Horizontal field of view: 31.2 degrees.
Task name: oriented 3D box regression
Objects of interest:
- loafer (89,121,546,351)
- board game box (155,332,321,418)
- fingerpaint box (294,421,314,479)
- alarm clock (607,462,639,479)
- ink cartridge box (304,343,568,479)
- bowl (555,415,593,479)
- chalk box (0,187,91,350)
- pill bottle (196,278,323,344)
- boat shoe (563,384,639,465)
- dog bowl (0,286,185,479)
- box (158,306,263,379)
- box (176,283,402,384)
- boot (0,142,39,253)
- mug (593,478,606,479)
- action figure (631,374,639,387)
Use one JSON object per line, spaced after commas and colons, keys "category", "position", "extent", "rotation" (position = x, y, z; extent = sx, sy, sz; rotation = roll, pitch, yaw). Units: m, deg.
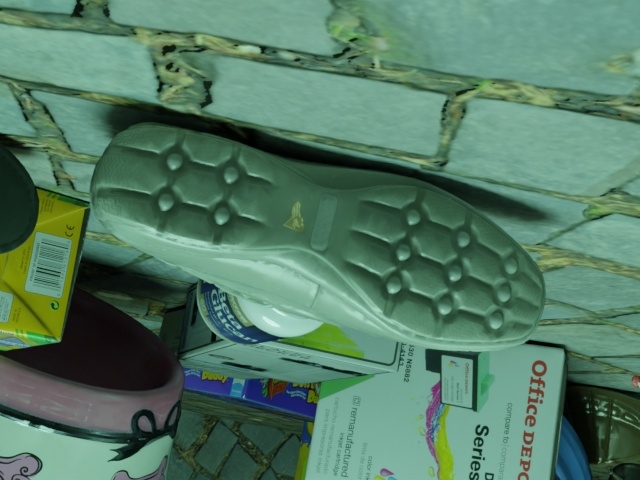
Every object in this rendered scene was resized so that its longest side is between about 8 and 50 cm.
{"category": "loafer", "position": [0.000, 0.000, 0.789], "extent": [0.319, 0.112, 0.111], "rotation": [21, 170, -11]}
{"category": "board game box", "position": [-0.076, 0.235, 1.842], "extent": [0.233, 0.078, 0.347], "rotation": [3, 166, 42]}
{"category": "fingerpaint box", "position": [0.149, 0.507, 2.215], "extent": [0.163, 0.371, 0.445], "rotation": [21, 162, -41]}
{"category": "alarm clock", "position": [0.458, 0.363, 1.574], "extent": [0.129, 0.064, 0.192], "rotation": [20, 155, 28]}
{"category": "ink cartridge box", "position": [0.141, 0.212, 1.347], "extent": [0.278, 0.201, 0.117], "rotation": [7, 167, 13]}
{"category": "bowl", "position": [0.168, 0.332, 1.552], "extent": [0.391, 0.391, 0.077], "rotation": [5, -151, 20]}
{"category": "chalk box", "position": [-0.320, 0.024, 1.053], "extent": [0.132, 0.132, 0.213], "rotation": [17, 164, -29]}
{"category": "pill bottle", "position": [-0.039, 0.039, 0.986], "extent": [0.094, 0.094, 0.169], "rotation": [15, 166, -21]}
{"category": "boat shoe", "position": [0.328, 0.253, 1.617], "extent": [0.302, 0.109, 0.098], "rotation": [-3, -179, 23]}
{"category": "dog bowl", "position": [-0.333, 0.151, 1.276], "extent": [0.408, 0.150, 0.408], "rotation": [24, -170, -5]}
{"category": "box", "position": [-0.133, 0.138, 1.520], "extent": [0.137, 0.072, 0.126], "rotation": [15, 166, -23]}
{"category": "box", "position": [-0.040, 0.092, 1.225], "extent": [0.169, 0.087, 0.290], "rotation": [14, 166, -18]}
{"category": "boot", "position": [-0.369, -0.059, 0.882], "extent": [0.263, 0.091, 0.229], "rotation": [23, 168, -31]}
{"category": "mug", "position": [0.319, 0.393, 1.832], "extent": [0.374, 0.276, 0.328], "rotation": [5, 171, 15]}
{"category": "action figure", "position": [0.392, 0.165, 1.258], "extent": [0.115, 0.030, 0.038], "rotation": [17, 171, -16]}
